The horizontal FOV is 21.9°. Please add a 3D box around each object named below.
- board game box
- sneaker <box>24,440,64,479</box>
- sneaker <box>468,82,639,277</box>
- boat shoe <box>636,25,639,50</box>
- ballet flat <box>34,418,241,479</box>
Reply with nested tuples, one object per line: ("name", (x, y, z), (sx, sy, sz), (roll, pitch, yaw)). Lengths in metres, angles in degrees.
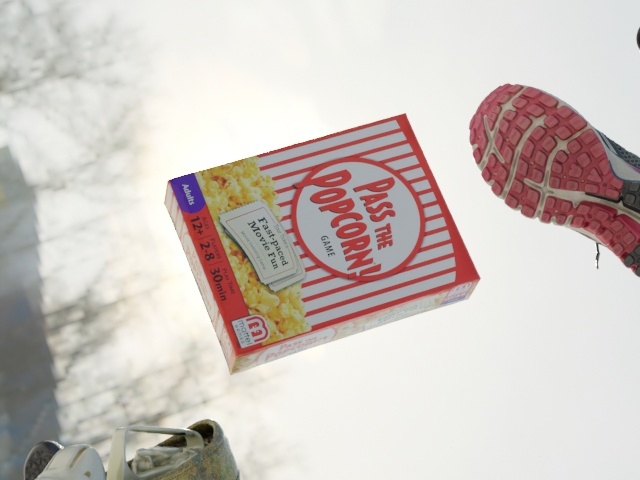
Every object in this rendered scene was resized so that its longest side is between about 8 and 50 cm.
("board game box", (0.000, 0.000, 1.217), (0.045, 0.193, 0.146), (110, -40, -64))
("sneaker", (-0.289, 0.343, 2.126), (0.234, 0.084, 0.097), (54, 27, -13))
("sneaker", (0.281, -0.049, 1.704), (0.299, 0.121, 0.112), (39, 13, 10))
("boat shoe", (0.364, -0.172, 1.574), (0.228, 0.076, 0.080), (-114, -150, -63))
("ballet flat", (-0.223, 0.260, 1.751), (0.123, 0.348, 0.123), (8, -77, 41))
